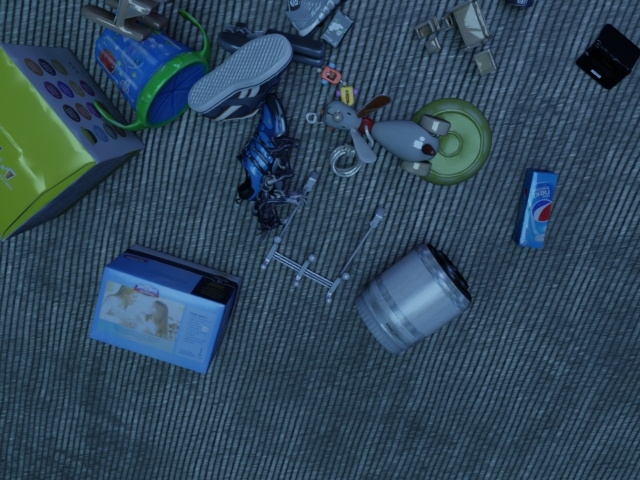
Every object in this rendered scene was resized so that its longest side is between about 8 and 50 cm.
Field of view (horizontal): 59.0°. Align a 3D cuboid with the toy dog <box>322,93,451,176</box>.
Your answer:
[{"bbox_3d":[0.174,-0.264,1.449,0.333,0.161,0.220,-3,107,2],"label":"toy dog"}]

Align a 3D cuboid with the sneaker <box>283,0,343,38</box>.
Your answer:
[{"bbox_3d":[-0.005,-0.639,1.437,0.228,0.086,0.132,-42,97,15],"label":"sneaker"}]

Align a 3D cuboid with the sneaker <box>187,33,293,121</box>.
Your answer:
[{"bbox_3d":[-0.183,-0.408,1.450,0.321,0.127,0.126,-20,65,29],"label":"sneaker"}]

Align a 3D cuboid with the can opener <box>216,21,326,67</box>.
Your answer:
[{"bbox_3d":[-0.126,-0.501,1.477,0.280,0.074,0.093,12,70,3],"label":"can opener"}]

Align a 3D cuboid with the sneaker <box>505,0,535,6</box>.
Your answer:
[{"bbox_3d":[0.531,-0.656,1.359,0.226,0.086,0.164,1,109,44],"label":"sneaker"}]

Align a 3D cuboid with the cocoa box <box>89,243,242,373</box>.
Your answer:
[{"bbox_3d":[-0.437,0.190,1.629,0.347,0.228,0.232,18,106,-2],"label":"cocoa box"}]

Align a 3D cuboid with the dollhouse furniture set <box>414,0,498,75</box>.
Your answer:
[{"bbox_3d":[0.357,-0.505,1.466,0.161,0.101,0.182,-16,106,34],"label":"dollhouse furniture set"}]

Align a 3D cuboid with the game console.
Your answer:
[{"bbox_3d":[0.749,-0.476,1.472,0.122,0.071,0.107,36,135,-6],"label":"game console"}]

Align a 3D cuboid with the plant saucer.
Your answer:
[{"bbox_3d":[0.349,-0.265,1.546,0.240,0.037,0.241,1,106,4],"label":"plant saucer"}]

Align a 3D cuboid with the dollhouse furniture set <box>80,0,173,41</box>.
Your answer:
[{"bbox_3d":[-0.413,-0.702,1.255,0.256,0.394,0.362,23,120,-10],"label":"dollhouse furniture set"}]

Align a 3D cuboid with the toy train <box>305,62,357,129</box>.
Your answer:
[{"bbox_3d":[0.030,-0.385,1.529,0.125,0.046,0.166,22,103,-1],"label":"toy train"}]

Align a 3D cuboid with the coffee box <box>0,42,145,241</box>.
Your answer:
[{"bbox_3d":[-0.734,-0.259,1.462,0.338,0.334,0.338,-35,101,12],"label":"coffee box"}]

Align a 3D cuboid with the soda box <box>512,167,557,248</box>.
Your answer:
[{"bbox_3d":[0.591,-0.089,1.563,0.067,0.071,0.210,6,106,2],"label":"soda box"}]

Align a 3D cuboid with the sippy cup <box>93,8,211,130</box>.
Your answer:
[{"bbox_3d":[-0.445,-0.449,1.459,0.224,0.305,0.240,44,146,2],"label":"sippy cup"}]

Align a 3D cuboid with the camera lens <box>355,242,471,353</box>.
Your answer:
[{"bbox_3d":[0.262,0.159,1.579,0.274,0.219,0.219,-38,100,13],"label":"camera lens"}]

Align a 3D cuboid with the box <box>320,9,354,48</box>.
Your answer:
[{"bbox_3d":[0.044,-0.546,1.470,0.052,0.062,0.083,34,105,-8],"label":"box"}]

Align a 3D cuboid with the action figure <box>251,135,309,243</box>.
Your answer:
[{"bbox_3d":[-0.100,-0.123,1.467,0.140,0.164,0.276,8,109,-14],"label":"action figure"}]

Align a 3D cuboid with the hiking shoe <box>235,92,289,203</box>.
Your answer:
[{"bbox_3d":[-0.161,-0.244,1.529,0.132,0.113,0.304,-2,107,-18],"label":"hiking shoe"}]

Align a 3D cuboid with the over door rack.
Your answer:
[{"bbox_3d":[0.000,0.000,1.609,0.239,0.108,0.324,29,106,-6],"label":"over door rack"}]
